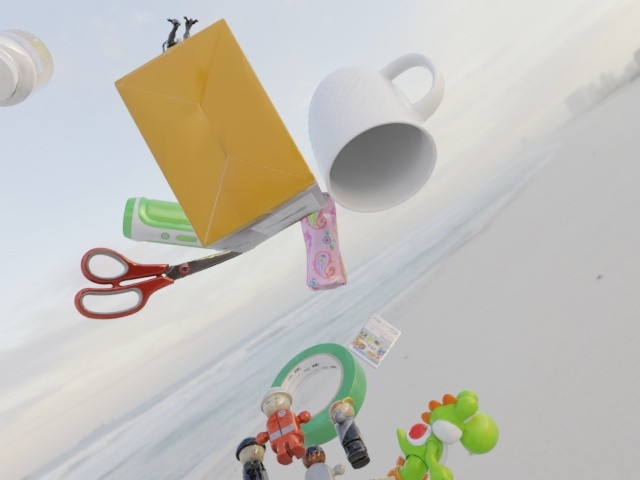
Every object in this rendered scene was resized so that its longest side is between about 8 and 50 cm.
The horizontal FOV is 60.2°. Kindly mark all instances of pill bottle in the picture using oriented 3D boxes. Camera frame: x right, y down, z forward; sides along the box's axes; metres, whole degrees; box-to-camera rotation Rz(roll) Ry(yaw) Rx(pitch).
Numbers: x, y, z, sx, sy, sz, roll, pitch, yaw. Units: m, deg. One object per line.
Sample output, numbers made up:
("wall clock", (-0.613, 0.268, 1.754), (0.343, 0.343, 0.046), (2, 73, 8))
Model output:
("pill bottle", (-0.632, -0.344, 1.104), (0.136, 0.136, 0.246), (-33, 27, 4))

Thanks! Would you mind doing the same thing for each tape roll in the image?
("tape roll", (-0.015, 0.466, 1.686), (0.321, 0.077, 0.321), (-26, 32, 18))

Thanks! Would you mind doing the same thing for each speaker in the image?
("speaker", (-0.381, -0.044, 1.517), (0.296, 0.131, 0.131), (7, -15, -12))

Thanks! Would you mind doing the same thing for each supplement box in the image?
("supplement box", (-0.097, -0.101, 0.628), (0.129, 0.191, 0.194), (-30, -5, 2))

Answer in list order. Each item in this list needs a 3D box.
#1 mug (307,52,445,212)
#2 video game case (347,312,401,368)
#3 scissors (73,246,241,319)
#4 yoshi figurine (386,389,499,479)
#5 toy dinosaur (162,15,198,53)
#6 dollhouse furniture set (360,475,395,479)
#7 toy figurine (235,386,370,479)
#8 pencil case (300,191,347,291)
("mug", (0.141, -0.308, 1.374), (0.374, 0.328, 0.276), (-38, -45, 21))
("video game case", (0.134, 0.248, 1.370), (0.122, 0.087, 0.011), (-47, -16, -33))
("scissors", (-0.232, 0.061, 0.873), (0.296, 0.109, 0.021), (-1, -16, -34))
("yoshi figurine", (0.352, 0.576, 1.518), (0.202, 0.204, 0.362), (17, -61, -29))
("toy dinosaur", (-0.363, -0.510, 1.415), (0.268, 0.063, 0.118), (-88, 18, -55))
("dollhouse furniture set", (0.074, 0.623, 1.266), (0.128, 0.130, 0.183), (9, -28, -33))
("toy figurine", (-0.035, 0.382, 1.008), (0.209, 0.148, 0.213), (11, -64, -25))
("pencil case", (0.000, 0.000, 1.563), (0.124, 0.284, 0.124), (-9, -9, -2))
